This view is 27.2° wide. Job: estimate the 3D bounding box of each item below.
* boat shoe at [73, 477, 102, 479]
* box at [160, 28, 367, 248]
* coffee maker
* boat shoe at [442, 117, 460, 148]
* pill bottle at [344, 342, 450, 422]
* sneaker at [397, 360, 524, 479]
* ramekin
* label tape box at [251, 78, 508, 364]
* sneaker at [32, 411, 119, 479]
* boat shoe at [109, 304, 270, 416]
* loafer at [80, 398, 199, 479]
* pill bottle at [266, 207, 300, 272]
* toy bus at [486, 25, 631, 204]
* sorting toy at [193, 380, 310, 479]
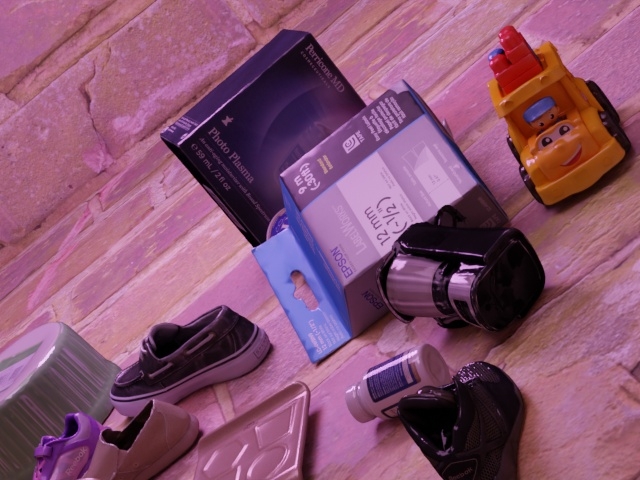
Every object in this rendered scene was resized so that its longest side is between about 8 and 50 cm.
[{"bbox_3d":[-0.390,0.437,1.860,0.285,0.103,0.092,-36,24,23],"label":"boat shoe"},{"bbox_3d":[-0.060,-0.157,2.255,0.294,0.296,0.183,-42,19,-7],"label":"box"},{"bbox_3d":[0.181,0.027,1.642,0.178,0.120,0.171,4,69,49],"label":"coffee maker"},{"bbox_3d":[0.168,-0.129,2.070,0.105,0.113,0.306,-25,21,-18],"label":"boat shoe"},{"bbox_3d":[0.091,0.176,1.593,0.120,0.067,0.067,-29,22,27],"label":"pill bottle"},{"bbox_3d":[0.150,0.173,1.402,0.087,0.130,0.227,-29,20,24],"label":"sneaker"},{"bbox_3d":[-0.507,0.283,2.325,0.303,0.148,0.303,-34,20,14],"label":"ramekin"},{"bbox_3d":[0.056,-0.028,1.883,0.347,0.115,0.249,-37,49,8],"label":"label tape box"},{"bbox_3d":[-0.412,0.360,2.052,0.095,0.104,0.236,-12,34,51],"label":"sneaker"},{"bbox_3d":[-0.228,0.177,2.093,0.335,0.119,0.121,-26,23,33],"label":"boat shoe"},{"bbox_3d":[-0.303,0.327,1.940,0.268,0.092,0.102,-41,19,-3],"label":"loafer"},{"bbox_3d":[0.000,0.000,2.081,0.112,0.112,0.186,-46,20,-17],"label":"pill bottle"},{"bbox_3d":[0.301,-0.183,1.790,0.149,0.211,0.220,-32,22,16],"label":"toy bus"},{"bbox_3d":[-0.091,0.295,1.722,0.193,0.038,0.208,-33,25,19],"label":"sorting toy"}]
